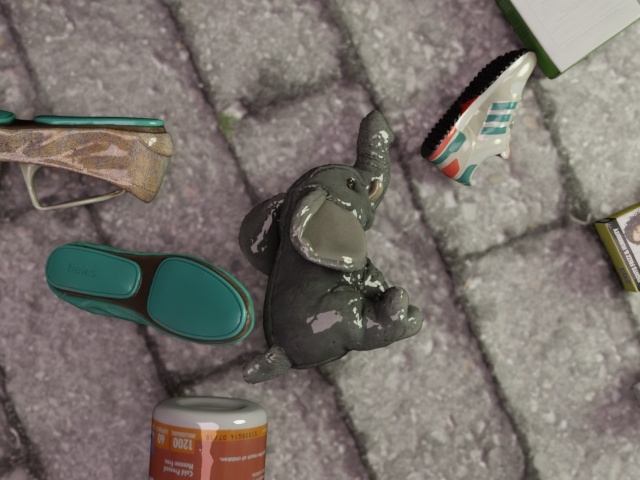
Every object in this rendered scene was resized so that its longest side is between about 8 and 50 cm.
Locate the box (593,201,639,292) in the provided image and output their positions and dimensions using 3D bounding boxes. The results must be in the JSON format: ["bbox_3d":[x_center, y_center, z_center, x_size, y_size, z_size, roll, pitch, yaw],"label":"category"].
[{"bbox_3d":[0.416,-0.031,1.215,0.232,0.058,0.087,-25,91,0],"label":"box"}]

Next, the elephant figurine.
[{"bbox_3d":[0.000,0.000,1.171,0.169,0.186,0.239,-16,88,21],"label":"elephant figurine"}]

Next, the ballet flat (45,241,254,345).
[{"bbox_3d":[-0.164,0.053,1.175,0.247,0.087,0.083,13,82,22],"label":"ballet flat"}]

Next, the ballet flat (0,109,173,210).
[{"bbox_3d":[-0.314,-0.086,1.186,0.316,0.107,0.106,6,99,1],"label":"ballet flat"}]

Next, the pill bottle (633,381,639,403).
[{"bbox_3d":[0.398,0.147,1.215,0.120,0.067,0.067,-28,92,0],"label":"pill bottle"}]

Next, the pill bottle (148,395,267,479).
[{"bbox_3d":[-0.120,0.277,1.187,0.121,0.121,0.216,3,91,-1],"label":"pill bottle"}]

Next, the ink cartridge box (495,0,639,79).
[{"bbox_3d":[0.232,-0.287,1.203,0.109,0.062,0.209,-35,92,0],"label":"ink cartridge box"}]

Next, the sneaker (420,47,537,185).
[{"bbox_3d":[0.183,-0.129,1.218,0.075,0.057,0.161,41,90,-18],"label":"sneaker"}]
